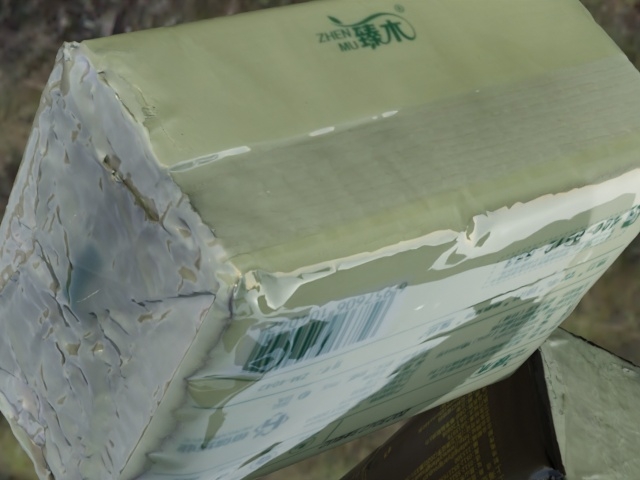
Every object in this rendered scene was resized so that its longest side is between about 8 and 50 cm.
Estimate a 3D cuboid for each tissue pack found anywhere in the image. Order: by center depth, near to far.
[{"bbox_3d":[0.000,0.000,1.061,0.380,0.207,0.297,-16,151,-39],"label":"tissue pack"},{"bbox_3d":[0.136,0.262,1.465,0.198,0.210,0.370,24,130,-29],"label":"tissue pack"}]
